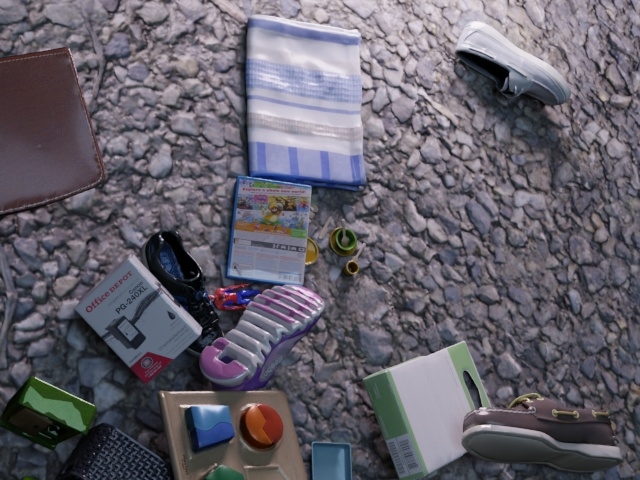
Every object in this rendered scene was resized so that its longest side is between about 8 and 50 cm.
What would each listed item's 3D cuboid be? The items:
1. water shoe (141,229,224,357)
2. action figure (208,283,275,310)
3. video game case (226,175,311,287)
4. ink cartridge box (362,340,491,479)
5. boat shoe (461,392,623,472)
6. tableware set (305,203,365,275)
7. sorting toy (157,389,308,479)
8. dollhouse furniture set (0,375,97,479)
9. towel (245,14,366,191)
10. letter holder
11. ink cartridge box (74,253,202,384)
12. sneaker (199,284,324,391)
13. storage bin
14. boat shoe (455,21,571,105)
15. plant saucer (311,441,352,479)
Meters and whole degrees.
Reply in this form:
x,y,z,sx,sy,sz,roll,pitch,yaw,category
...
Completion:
x,y,z,sx,sy,sz,roll,pitch,yaw,category
-0.198,0.081,1.865,0.073,0.080,0.203,-30,89,-30,water shoe
-0.120,0.086,1.934,0.115,0.030,0.038,-2,80,-25,action figure
-0.079,-0.014,1.976,0.119,0.015,0.166,8,70,-8,video game case
0.179,0.264,2.012,0.235,0.056,0.171,-13,80,-53,ink cartridge box
0.350,0.301,2.042,0.324,0.116,0.097,14,58,-31,boat shoe
0.000,0.000,2.022,0.154,0.024,0.104,37,62,-12,tableware set
-0.095,0.342,1.725,0.229,0.041,0.307,7,56,-39,sorting toy
-0.476,0.250,1.633,0.301,0.151,0.197,28,64,-16,dollhouse furniture set
-0.022,-0.226,2.077,0.209,0.034,0.285,7,72,-24,towel
-0.474,-0.119,1.754,0.302,0.152,0.214,-15,83,-29,letter holder
-0.258,0.110,1.811,0.109,0.063,0.150,-42,96,2,ink cartridge box
-0.085,0.159,1.892,0.095,0.104,0.236,27,49,29,sneaker
-0.255,0.335,1.732,0.180,0.122,0.084,36,62,-12,storage bin
0.334,-0.293,2.255,0.227,0.079,0.081,33,69,-7,boat shoe
0.016,0.398,1.908,0.067,0.018,0.192,6,72,-25,plant saucer
